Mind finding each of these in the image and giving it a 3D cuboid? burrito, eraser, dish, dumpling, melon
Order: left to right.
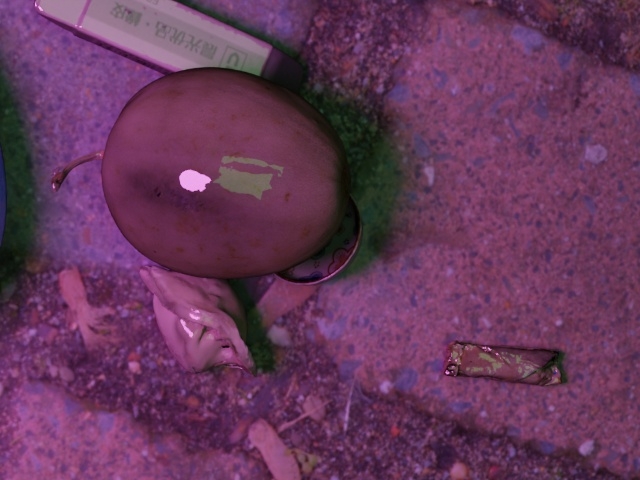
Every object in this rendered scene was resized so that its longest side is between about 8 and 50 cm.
[{"bbox_3d":[-0.184,-0.252,1.985,0.352,0.061,0.089,22,84,-13],"label":"eraser"},{"bbox_3d":[-0.148,0.098,1.957,0.199,0.136,0.118,39,87,-1],"label":"dumpling"},{"bbox_3d":[-0.119,-0.077,1.897,0.308,0.272,0.271,32,81,11],"label":"melon"},{"bbox_3d":[0.000,0.000,2.029,0.141,0.078,0.141,-8,69,21],"label":"dish"},{"bbox_3d":[0.243,0.164,2.106,0.171,0.042,0.051,6,85,-12],"label":"burrito"}]

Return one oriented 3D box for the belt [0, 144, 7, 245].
[{"bbox_3d":[-0.529,-0.089,1.811,0.300,0.173,0.436,-13,81,-25],"label":"belt"}]
